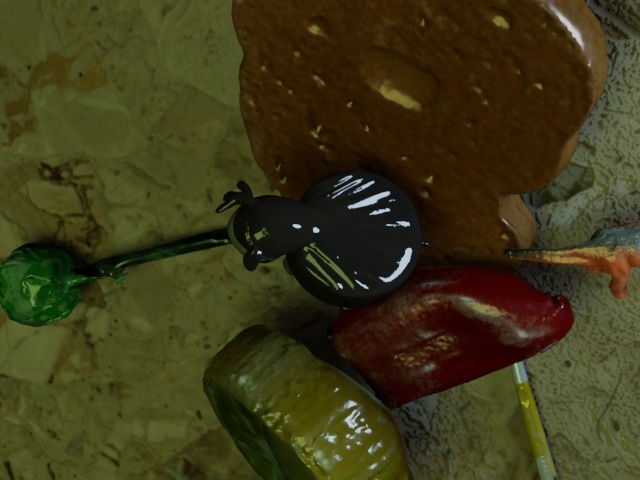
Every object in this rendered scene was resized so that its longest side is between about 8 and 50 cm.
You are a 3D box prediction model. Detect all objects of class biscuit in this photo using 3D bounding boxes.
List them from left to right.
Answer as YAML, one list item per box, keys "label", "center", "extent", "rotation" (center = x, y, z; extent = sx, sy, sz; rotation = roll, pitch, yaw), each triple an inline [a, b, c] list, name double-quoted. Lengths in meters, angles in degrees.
- label: "biscuit"
  center: [0.077, -0.151, 1.482]
  extent: [0.350, 0.078, 0.455]
  rotation: [23, 139, 4]

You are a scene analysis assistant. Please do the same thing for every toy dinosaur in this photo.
- label: "toy dinosaur"
  center: [0.313, 0.008, 1.490]
  extent: [0.279, 0.055, 0.101]
  rotation: [-8, 149, 3]

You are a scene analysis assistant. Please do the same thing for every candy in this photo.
- label: "candy"
  center: [-0.224, 0.029, 1.790]
  extent: [0.323, 0.097, 0.097]
  rotation: [-14, 106, 24]
- label: "candy"
  center: [-0.013, 0.202, 1.673]
  extent: [0.260, 0.118, 0.260]
  rotation: [44, 162, 19]

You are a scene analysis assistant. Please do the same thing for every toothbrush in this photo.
- label: "toothbrush"
  center: [0.213, 0.166, 1.652]
  extent: [0.021, 0.024, 0.288]
  rotation: [-9, 109, 28]

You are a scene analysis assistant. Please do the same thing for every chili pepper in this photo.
- label: "chili pepper"
  center: [0.130, 0.076, 1.576]
  extent: [0.252, 0.136, 0.144]
  rotation: [-21, 87, 40]

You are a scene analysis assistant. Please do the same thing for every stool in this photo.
- label: "stool"
  center: [0.000, 0.000, 1.519]
  extent: [0.121, 0.217, 0.125]
  rotation: [147, 127, -70]
